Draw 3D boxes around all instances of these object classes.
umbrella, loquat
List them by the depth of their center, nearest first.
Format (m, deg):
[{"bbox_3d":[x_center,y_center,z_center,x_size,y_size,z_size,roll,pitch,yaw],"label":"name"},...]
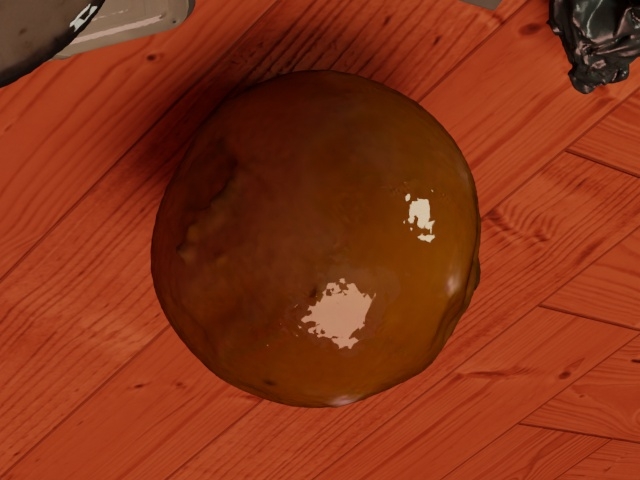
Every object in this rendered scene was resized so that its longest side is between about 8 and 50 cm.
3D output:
[{"bbox_3d":[0.000,0.000,1.585,0.328,0.328,0.328,-16,149,-10],"label":"loquat"},{"bbox_3d":[0.386,-0.251,1.643,0.348,0.094,0.143,-21,143,-4],"label":"umbrella"}]

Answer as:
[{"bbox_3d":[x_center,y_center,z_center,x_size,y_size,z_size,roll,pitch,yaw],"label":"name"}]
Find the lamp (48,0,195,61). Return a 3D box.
[{"bbox_3d":[-0.236,-0.232,1.328,0.269,0.047,0.266,-16,150,-9],"label":"lamp"}]

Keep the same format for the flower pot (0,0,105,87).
[{"bbox_3d":[-0.281,-0.282,0.996,0.293,0.294,0.330,-16,145,-10],"label":"flower pot"}]

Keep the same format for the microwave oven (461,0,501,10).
[{"bbox_3d":[0.125,-0.309,1.349,0.162,0.122,0.208,11,138,-29],"label":"microwave oven"}]
